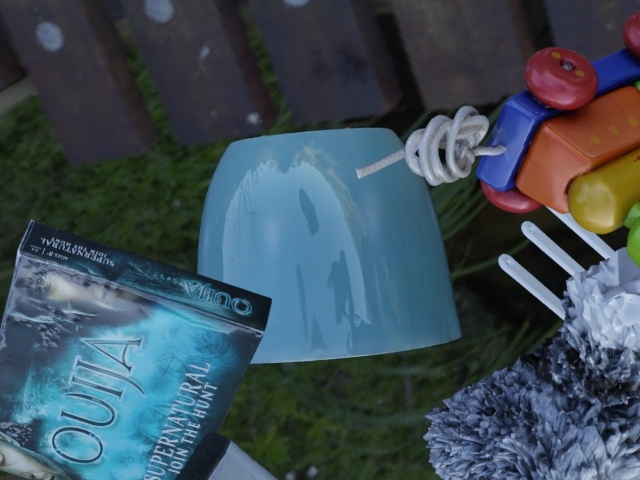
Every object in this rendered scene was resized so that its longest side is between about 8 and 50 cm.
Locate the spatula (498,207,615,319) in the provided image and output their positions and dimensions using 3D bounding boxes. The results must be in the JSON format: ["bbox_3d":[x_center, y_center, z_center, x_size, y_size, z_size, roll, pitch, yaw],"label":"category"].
[{"bbox_3d":[0.279,0.055,1.304,0.242,0.168,0.019,41,134,-10],"label":"spatula"}]

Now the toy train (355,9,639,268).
[{"bbox_3d":[0.154,-0.029,0.750,0.143,0.248,0.105,46,142,26],"label":"toy train"}]

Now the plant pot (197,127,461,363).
[{"bbox_3d":[0.000,0.000,1.463,0.293,0.293,0.235,-4,90,38],"label":"plant pot"}]

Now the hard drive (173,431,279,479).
[{"bbox_3d":[-0.031,0.158,0.590,0.022,0.094,0.135,13,154,49],"label":"hard drive"}]

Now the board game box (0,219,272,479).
[{"bbox_3d":[-0.112,0.077,0.707,0.126,0.026,0.186,18,134,-7],"label":"board game box"}]

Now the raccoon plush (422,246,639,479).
[{"bbox_3d":[0.213,0.230,1.014,0.446,0.216,0.299,63,-171,-66],"label":"raccoon plush"}]
